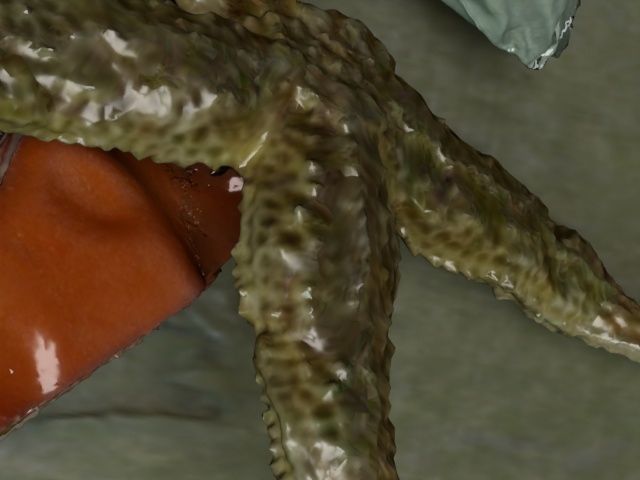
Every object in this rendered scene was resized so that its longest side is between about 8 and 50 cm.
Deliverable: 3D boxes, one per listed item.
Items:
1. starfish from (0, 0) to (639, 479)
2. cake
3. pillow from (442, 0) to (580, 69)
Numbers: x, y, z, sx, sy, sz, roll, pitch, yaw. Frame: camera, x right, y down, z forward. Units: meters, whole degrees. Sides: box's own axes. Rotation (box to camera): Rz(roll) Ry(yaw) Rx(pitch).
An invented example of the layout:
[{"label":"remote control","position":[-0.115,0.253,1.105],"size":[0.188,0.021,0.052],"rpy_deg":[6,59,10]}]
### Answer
[{"label":"starfish","position":[0.000,0.000,0.683],"size":[0.432,0.082,0.324],"rpy_deg":[43,43,-12]},{"label":"cake","position":[-0.157,0.041,0.675],"size":[0.287,0.098,0.135],"rpy_deg":[-47,109,-29]},{"label":"pillow","position":[0.047,-0.264,0.708],"size":[0.310,0.138,0.283],"rpy_deg":[23,90,-18]}]
